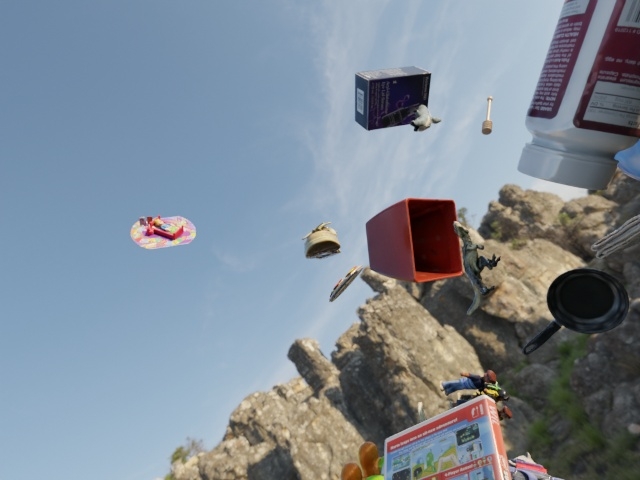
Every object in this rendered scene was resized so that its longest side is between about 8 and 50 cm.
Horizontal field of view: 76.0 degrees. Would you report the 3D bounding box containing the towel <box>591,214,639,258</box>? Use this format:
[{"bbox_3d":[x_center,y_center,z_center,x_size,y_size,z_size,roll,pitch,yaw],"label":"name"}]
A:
[{"bbox_3d":[0.805,-0.048,0.977,0.283,0.049,0.187,-17,-24,-18],"label":"towel"}]

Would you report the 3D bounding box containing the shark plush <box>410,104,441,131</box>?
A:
[{"bbox_3d":[0.271,-0.337,1.148,0.073,0.067,0.161,-14,16,46],"label":"shark plush"}]

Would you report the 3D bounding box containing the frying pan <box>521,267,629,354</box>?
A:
[{"bbox_3d":[0.745,0.229,1.190,0.053,0.198,0.325,-25,-49,-56],"label":"frying pan"}]

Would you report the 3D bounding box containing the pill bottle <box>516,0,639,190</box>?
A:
[{"bbox_3d":[0.574,-0.317,0.857,0.224,0.224,0.391,-14,-59,-47],"label":"pill bottle"}]

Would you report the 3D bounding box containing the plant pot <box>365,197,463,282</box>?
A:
[{"bbox_3d":[0.307,0.006,1.430,0.268,0.266,0.236,-3,-4,-40],"label":"plant pot"}]

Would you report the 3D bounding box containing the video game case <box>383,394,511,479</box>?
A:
[{"bbox_3d":[0.155,0.360,0.513,0.204,0.025,0.285,-44,19,33],"label":"video game case"}]

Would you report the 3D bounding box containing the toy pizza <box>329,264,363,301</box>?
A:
[{"bbox_3d":[0.097,0.168,1.652,0.201,0.032,0.201,-46,-11,-12],"label":"toy pizza"}]

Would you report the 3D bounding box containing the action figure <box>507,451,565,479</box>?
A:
[{"bbox_3d":[0.554,0.771,1.188,0.330,0.342,0.178,-48,-46,-43],"label":"action figure"}]

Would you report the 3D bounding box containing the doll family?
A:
[{"bbox_3d":[0.334,0.327,0.855,0.112,0.075,0.193,-23,-40,33],"label":"doll family"}]

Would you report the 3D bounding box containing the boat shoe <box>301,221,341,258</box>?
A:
[{"bbox_3d":[0.000,0.000,1.185,0.105,0.089,0.285,-17,-8,2],"label":"boat shoe"}]

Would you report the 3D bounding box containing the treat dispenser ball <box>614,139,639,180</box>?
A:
[{"bbox_3d":[0.937,-0.295,1.099,0.288,0.288,0.288,-34,-28,-21],"label":"treat dispenser ball"}]

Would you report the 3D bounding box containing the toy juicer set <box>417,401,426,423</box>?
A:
[{"bbox_3d":[0.356,0.679,1.235,0.090,0.209,0.329,-14,18,16],"label":"toy juicer set"}]

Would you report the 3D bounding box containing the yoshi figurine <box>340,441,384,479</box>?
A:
[{"bbox_3d":[0.233,0.524,0.945,0.363,0.203,0.203,-12,-42,31],"label":"yoshi figurine"}]

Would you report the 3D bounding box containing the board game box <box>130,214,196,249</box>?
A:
[{"bbox_3d":[-0.430,-0.035,1.124,0.169,0.133,0.033,-10,-48,-28],"label":"board game box"}]

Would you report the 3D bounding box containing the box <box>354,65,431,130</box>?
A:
[{"bbox_3d":[0.217,-0.436,1.249,0.207,0.108,0.153,-13,-55,-12],"label":"box"}]

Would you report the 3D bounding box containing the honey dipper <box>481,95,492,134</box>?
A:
[{"bbox_3d":[0.526,-0.397,1.286,0.030,0.031,0.160,86,-162,-57],"label":"honey dipper"}]

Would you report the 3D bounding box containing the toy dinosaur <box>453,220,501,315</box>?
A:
[{"bbox_3d":[0.398,0.079,1.040,0.064,0.267,0.118,-13,11,-10],"label":"toy dinosaur"}]
